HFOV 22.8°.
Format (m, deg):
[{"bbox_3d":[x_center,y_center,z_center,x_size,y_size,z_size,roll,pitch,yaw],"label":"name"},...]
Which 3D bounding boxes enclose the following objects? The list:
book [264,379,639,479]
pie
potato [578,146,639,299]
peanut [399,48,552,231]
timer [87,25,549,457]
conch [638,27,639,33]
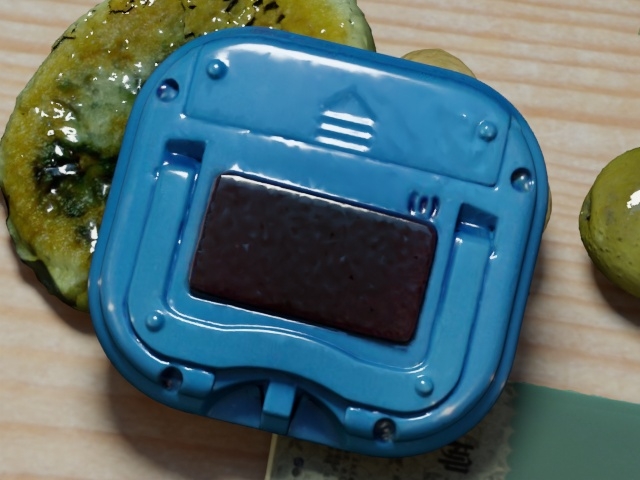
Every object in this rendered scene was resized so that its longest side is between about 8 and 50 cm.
[{"bbox_3d":[0.138,0.227,1.247,0.379,0.031,0.264,9,57,1],"label":"book"},{"bbox_3d":[-0.124,-0.106,1.385,0.371,0.078,0.296,-43,59,-10],"label":"pie"},{"bbox_3d":[0.347,-0.016,1.359,0.248,0.143,0.169,-1,46,-4],"label":"potato"},{"bbox_3d":[0.116,-0.075,1.394,0.122,0.137,0.253,-39,59,14],"label":"peanut"},{"bbox_3d":[0.000,0.000,1.238,0.340,0.115,0.309,14,84,2],"label":"timer"},{"bbox_3d":[0.366,-0.268,1.574,0.105,0.079,0.170,5,72,5],"label":"conch"}]
